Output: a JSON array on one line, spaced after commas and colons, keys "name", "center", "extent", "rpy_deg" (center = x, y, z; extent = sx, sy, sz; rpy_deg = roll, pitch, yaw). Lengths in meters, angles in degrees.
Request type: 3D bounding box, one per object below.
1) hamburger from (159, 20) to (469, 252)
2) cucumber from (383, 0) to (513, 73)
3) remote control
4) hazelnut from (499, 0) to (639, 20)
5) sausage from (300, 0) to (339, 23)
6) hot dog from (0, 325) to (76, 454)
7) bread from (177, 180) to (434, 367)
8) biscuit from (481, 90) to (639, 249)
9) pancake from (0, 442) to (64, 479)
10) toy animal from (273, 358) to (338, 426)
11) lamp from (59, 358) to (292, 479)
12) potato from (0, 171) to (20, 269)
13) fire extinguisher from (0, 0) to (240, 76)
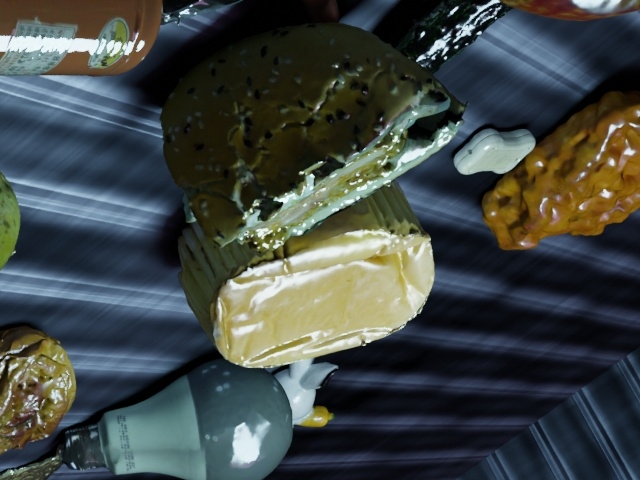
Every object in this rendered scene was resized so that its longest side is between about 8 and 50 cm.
[{"name": "hamburger", "center": [-0.023, -0.115, 1.580], "extent": [0.288, 0.192, 0.167], "rpy_deg": [-35, 174, 11]}, {"name": "cucumber", "center": [0.156, -0.248, 1.665], "extent": [0.303, 0.072, 0.081], "rpy_deg": [-40, 177, 22]}, {"name": "remote control", "center": [0.226, -0.117, 2.132], "extent": [0.074, 0.032, 0.122], "rpy_deg": [-44, 157, 31]}, {"name": "hazelnut", "center": [0.240, -0.299, 1.481], "extent": [0.234, 0.218, 0.218], "rpy_deg": [-31, 160, -1]}, {"name": "sausage", "center": [-0.004, -0.234, 1.536], "extent": [0.035, 0.030, 0.147], "rpy_deg": [-32, 160, -1]}, {"name": "hot dog", "center": [-0.378, 0.192, 1.915], "extent": [0.160, 0.099, 0.227], "rpy_deg": [-15, 157, -35]}, {"name": "bread", "center": [-0.021, 0.020, 1.900], "extent": [0.288, 0.156, 0.204], "rpy_deg": [-19, 137, -13]}, {"name": "biscuit", "center": [0.402, -0.102, 2.308], "extent": [0.312, 0.110, 0.318], "rpy_deg": [-9, 150, -49]}, {"name": "pancake", "center": [-0.440, 0.333, 2.265], "extent": [0.184, 0.020, 0.190], "rpy_deg": [-38, 160, 19]}, {"name": "toy animal", "center": [-0.039, 0.242, 2.482], "extent": [0.181, 0.131, 0.127], "rpy_deg": [-43, 180, 5]}, {"name": "lamp", "center": [-0.191, 0.249, 2.263], "extent": [0.314, 0.182, 0.182], "rpy_deg": [6, 146, -19]}, {"name": "potato", "center": [-0.365, 0.014, 1.445], "extent": [0.228, 0.148, 0.197], "rpy_deg": [-37, 174, 8]}, {"name": "fire extinguisher", "center": [-0.249, -0.182, 1.249], "extent": [0.200, 0.113, 0.376], "rpy_deg": [9, -169, 43]}]
